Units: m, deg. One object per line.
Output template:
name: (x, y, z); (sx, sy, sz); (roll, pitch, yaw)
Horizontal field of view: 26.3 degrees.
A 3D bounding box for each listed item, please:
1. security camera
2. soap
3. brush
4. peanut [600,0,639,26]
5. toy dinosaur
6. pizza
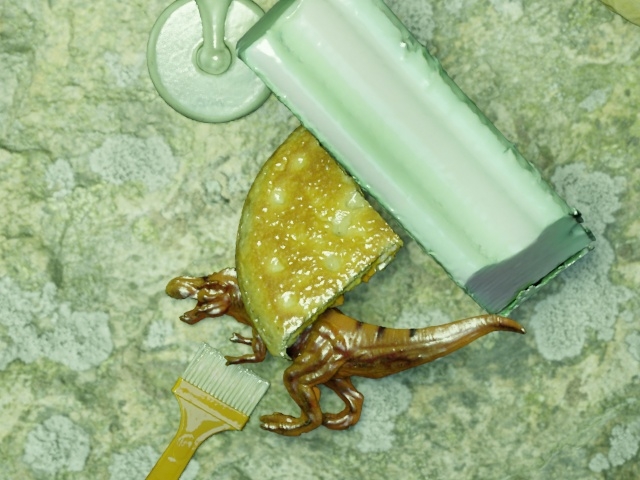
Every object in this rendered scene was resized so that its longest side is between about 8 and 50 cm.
security camera: (-0.123, -0.280, 1.562); (0.157, 0.080, 0.301); (-2, 104, -5)
soap: (0.110, -0.103, 1.521); (0.156, 0.261, 0.446); (-44, 103, 4)
brush: (-0.175, 0.262, 1.696); (0.103, 0.013, 0.272); (32, 98, -10)
peanut: (0.436, -0.278, 1.586); (0.274, 0.125, 0.111); (26, 79, -9)
toy dinosaur: (0.020, 0.144, 1.629); (0.432, 0.097, 0.208); (10, 112, 11)
pizza: (0.000, 0.000, 1.582); (0.197, 0.058, 0.292); (0, 70, 8)
